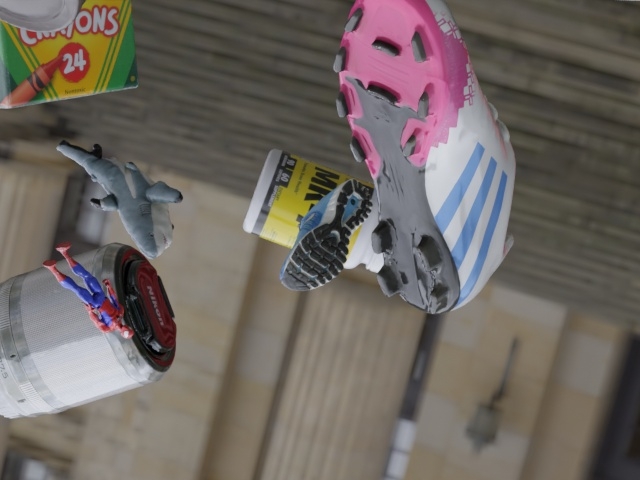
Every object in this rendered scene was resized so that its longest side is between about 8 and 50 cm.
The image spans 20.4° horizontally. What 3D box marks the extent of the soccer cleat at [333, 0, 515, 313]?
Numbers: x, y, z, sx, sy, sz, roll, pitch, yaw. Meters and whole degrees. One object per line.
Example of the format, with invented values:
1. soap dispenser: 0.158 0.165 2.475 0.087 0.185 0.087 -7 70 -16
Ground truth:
1. soccer cleat: 0.098 -0.093 1.492 0.116 0.331 0.143 23 -134 35

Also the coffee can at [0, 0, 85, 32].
1. coffee can: -0.283 -0.397 1.970 0.201 0.275 0.201 23 149 15

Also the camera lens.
1. camera lens: -0.371 0.138 2.688 0.274 0.219 0.219 -18 -177 15

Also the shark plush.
1. shark plush: -0.211 -0.053 1.859 0.161 0.067 0.073 47 150 0

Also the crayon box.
1. crayon box: -0.345 -0.338 2.244 0.202 0.319 0.081 -15 -164 -39

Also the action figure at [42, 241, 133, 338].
1. action figure: -0.214 0.053 1.678 0.030 0.038 0.115 -3 135 43

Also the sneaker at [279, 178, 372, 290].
1. sneaker: 0.000 0.000 2.115 0.063 0.162 0.073 47 148 -18

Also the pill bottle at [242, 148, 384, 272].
1. pill bottle: 0.012 -0.033 2.353 0.208 0.119 0.119 20 -169 -3
